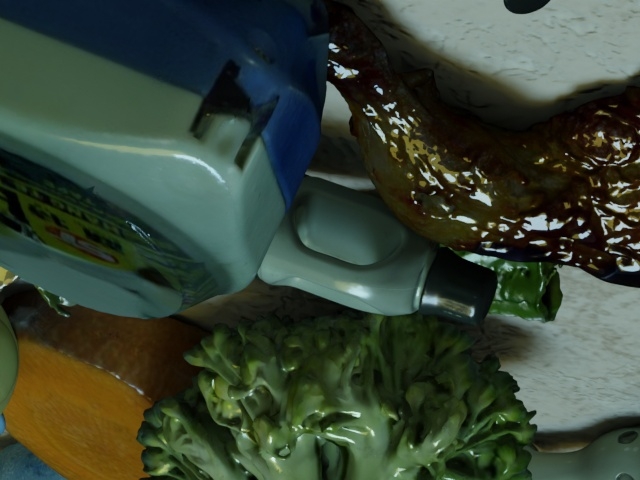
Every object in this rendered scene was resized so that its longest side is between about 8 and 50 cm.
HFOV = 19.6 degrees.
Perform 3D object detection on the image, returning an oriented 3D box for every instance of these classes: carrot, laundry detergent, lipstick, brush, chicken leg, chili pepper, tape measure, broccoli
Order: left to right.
[{"bbox_3d":[-0.308,0.236,1.857,0.274,0.068,0.061,-10,143,38],"label":"lipstick"},{"bbox_3d":[-0.135,-0.072,1.001,0.259,0.138,0.262,23,159,13],"label":"tape measure"},{"bbox_3d":[-0.162,0.138,1.574,0.258,0.100,0.307,-3,142,34],"label":"carrot"},{"bbox_3d":[-0.017,0.008,1.233,0.359,0.076,0.085,2,127,16],"label":"chili pepper"},{"bbox_3d":[0.000,0.000,1.142,0.226,0.070,0.099,21,-164,15],"label":"laundry detergent"},{"bbox_3d":[0.001,0.172,1.352,0.248,0.245,0.288,29,131,-21],"label":"broccoli"},{"bbox_3d":[0.124,-0.045,1.060,0.323,0.083,0.177,13,146,-2],"label":"chicken leg"},{"bbox_3d":[0.116,-0.136,0.941,0.024,0.008,0.083,21,153,-12],"label":"brush"}]

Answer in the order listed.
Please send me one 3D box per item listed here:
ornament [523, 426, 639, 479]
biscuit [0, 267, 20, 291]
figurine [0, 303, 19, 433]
[{"bbox_3d":[0.226,0.189,1.489,0.156,0.074,0.081,-13,149,41],"label":"ornament"},{"bbox_3d":[-0.282,-0.013,1.329,0.183,0.061,0.118,14,114,1],"label":"biscuit"},{"bbox_3d":[-0.341,0.090,1.457,0.262,0.154,0.180,-4,106,49],"label":"figurine"}]
